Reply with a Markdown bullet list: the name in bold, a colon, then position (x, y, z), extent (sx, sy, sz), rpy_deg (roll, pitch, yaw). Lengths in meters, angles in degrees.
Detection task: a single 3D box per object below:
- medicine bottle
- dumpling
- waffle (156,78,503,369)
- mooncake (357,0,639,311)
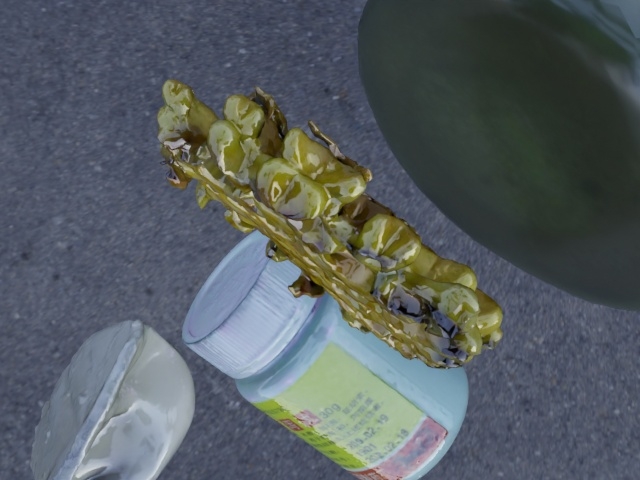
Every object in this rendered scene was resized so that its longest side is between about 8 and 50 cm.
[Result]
- **medicine bottle**: position (0.007, 0.101, 0.767), extent (0.225, 0.139, 0.139), rpy_deg (39, 113, -20)
- **dumpling**: position (-0.152, 0.137, 0.630), extent (0.092, 0.150, 0.176), rpy_deg (41, 137, -22)
- **waffle**: position (0.000, 0.000, 0.518), extent (0.229, 0.231, 0.051), rpy_deg (35, 79, 10)
- **mooncake**: position (0.213, -0.122, 0.714), extent (0.356, 0.356, 0.194), rpy_deg (43, 70, 1)
